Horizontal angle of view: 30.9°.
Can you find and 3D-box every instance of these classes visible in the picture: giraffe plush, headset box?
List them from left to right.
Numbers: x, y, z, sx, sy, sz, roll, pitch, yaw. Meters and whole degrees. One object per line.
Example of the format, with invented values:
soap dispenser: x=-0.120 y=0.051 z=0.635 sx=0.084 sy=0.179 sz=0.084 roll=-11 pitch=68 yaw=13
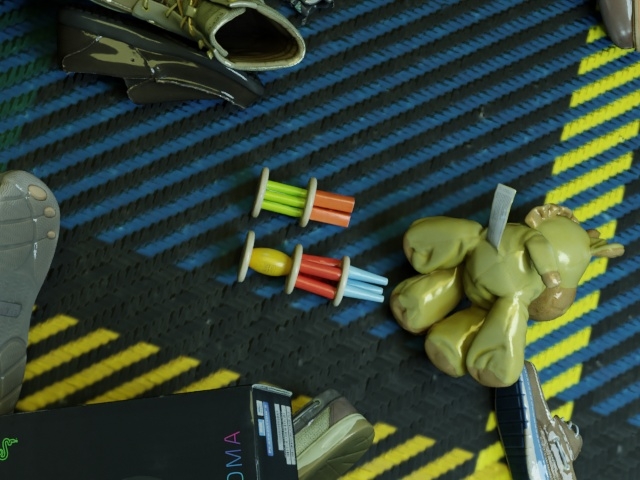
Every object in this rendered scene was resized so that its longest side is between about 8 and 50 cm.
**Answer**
headset box: x=-0.163 y=0.261 z=0.983 sx=0.283 sy=0.131 sz=0.246 roll=-8 pitch=77 yaw=13
giraffe plush: x=0.196 y=0.028 z=1.149 sx=0.170 sy=0.210 sz=0.181 roll=-11 pitch=48 yaw=-45

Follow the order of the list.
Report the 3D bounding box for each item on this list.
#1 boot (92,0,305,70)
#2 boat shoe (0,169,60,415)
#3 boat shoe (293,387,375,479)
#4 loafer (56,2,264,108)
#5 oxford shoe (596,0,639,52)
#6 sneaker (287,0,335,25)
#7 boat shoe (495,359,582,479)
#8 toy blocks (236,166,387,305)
boot: x=-0.130 y=-0.227 z=1.116 sx=0.213 sy=0.165 sz=0.077 roll=12 pitch=110 yaw=-27
boat shoe: x=-0.341 y=0.087 z=1.055 sx=0.116 sy=0.123 sz=0.324 roll=14 pitch=81 yaw=27
boat shoe: x=-0.054 y=0.224 z=1.091 sx=0.223 sy=0.080 sz=0.073 roll=-36 pitch=54 yaw=-5
loafer: x=-0.165 y=-0.173 z=1.173 sx=0.220 sy=0.080 sz=0.078 roll=18 pitch=106 yaw=-7
oxford shoe: x=0.282 y=-0.374 z=1.302 sx=0.132 sy=0.130 sz=0.364 roll=-18 pitch=86 yaw=18
sneaker: x=-0.031 y=-0.260 z=1.232 sx=0.098 sy=0.038 sz=0.069 roll=-8 pitch=77 yaw=-13
boat shoe: x=0.223 y=0.205 z=1.158 sx=0.066 sy=0.066 sz=0.183 roll=-8 pitch=88 yaw=-18
toy blocks: x=0.000 y=0.000 z=1.164 sx=0.148 sy=0.054 sz=0.123 roll=14 pitch=74 yaw=-8
